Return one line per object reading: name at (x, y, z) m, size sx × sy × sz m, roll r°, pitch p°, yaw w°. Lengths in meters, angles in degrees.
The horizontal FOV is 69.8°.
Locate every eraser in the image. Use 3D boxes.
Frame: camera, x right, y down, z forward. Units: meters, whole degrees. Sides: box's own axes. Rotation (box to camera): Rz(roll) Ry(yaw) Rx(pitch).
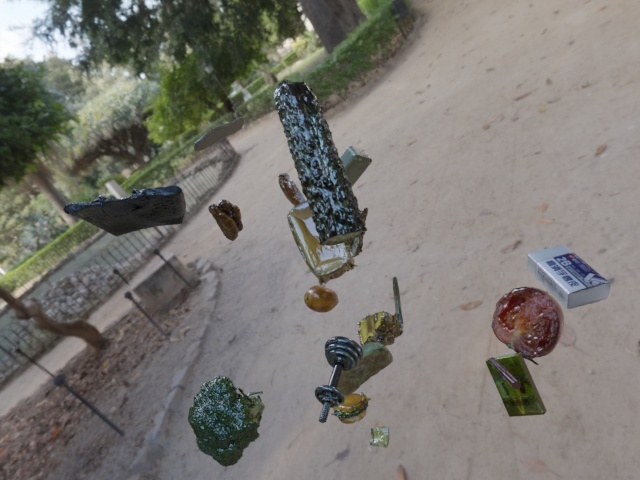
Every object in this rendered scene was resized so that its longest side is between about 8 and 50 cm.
eraser at (0.712, 0.099, 1.333) m, size 0.124 × 0.068 × 0.210 m, roll -16°, pitch 32°, yaw -2°

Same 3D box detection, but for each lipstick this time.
lipstick at (0.539, 0.386, 1.353) m, size 0.027 × 0.027 × 0.176 m, roll -35°, pitch 9°, yaw 4°

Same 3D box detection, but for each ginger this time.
ginger at (-0.330, -0.085, 1.668) m, size 0.073 × 0.162 × 0.103 m, roll 2°, pitch 42°, yaw 42°

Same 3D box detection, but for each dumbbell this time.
dumbbell at (0.038, 0.358, 1.200) m, size 0.110 × 0.110 × 0.255 m, roll -21°, pitch 28°, yaw 34°

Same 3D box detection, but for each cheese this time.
cheese at (0.175, 0.601, 1.380) m, size 0.060 × 0.042 × 0.084 m, roll -12°, pitch 11°, yaw 20°

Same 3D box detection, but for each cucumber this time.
cucumber at (-0.010, -0.167, 0.876) m, size 0.096 × 0.360 × 0.096 m, roll -16°, pitch -14°, yaw -4°

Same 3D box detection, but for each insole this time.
insole at (-0.300, -0.319, 1.366) m, size 0.192 × 0.010 × 0.063 m, roll -40°, pitch -17°, yaw -35°

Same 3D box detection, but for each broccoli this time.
broccoli at (-0.334, 0.645, 1.695) m, size 0.304 × 0.321 × 0.283 m, roll -41°, pitch -23°, yaw 32°

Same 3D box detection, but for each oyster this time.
oyster at (0.081, -0.014, 1.001) m, size 0.029 × 0.086 × 0.132 m, roll -15°, pitch -14°, yaw -26°

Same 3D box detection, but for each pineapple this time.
pineapple at (0.266, 0.408, 1.972) m, size 0.334 × 0.161 × 0.158 m, roll -47°, pitch 18°, yaw 57°

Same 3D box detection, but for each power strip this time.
power strip at (0.054, -0.182, 1.527) m, size 0.288 × 0.093 × 0.053 m, roll -50°, pitch 53°, yaw 29°

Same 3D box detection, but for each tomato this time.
tomato at (0.842, 0.315, 1.804) m, size 0.170 × 0.309 × 0.309 m, roll 4°, pitch -8°, yaw -31°

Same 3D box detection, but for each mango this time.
mango at (0.004, 0.198, 1.568) m, size 0.165 × 0.115 × 0.089 m, roll 17°, pitch -95°, yaw -83°

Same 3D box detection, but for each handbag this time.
handbag at (-0.450, -0.080, 1.113) m, size 0.270 × 0.089 × 0.175 m, roll -11°, pitch -8°, yaw -2°

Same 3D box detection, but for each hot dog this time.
hot dog at (-0.126, -0.210, 1.989) m, size 0.053 × 0.192 × 0.099 m, roll -29°, pitch -7°, yaw -17°

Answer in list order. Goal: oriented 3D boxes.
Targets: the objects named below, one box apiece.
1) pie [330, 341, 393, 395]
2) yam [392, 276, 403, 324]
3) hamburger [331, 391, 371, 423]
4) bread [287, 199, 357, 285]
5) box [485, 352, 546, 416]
pie at (0.139, 0.428, 1.537) m, size 0.240 × 0.240 × 0.054 m, roll -36°, pitch 50°, yaw 0°
yam at (0.160, 0.124, 0.952) m, size 0.014 × 0.014 × 0.107 m, roll -23°, pitch 55°, yaw 31°
hamburger at (0.144, 0.758, 2.070) m, size 0.189 × 0.093 × 0.164 m, roll -20°, pitch 8°, yaw -28°
bread at (0.000, 0.000, 1.369) m, size 0.136 × 0.241 × 0.107 m, roll -27°, pitch -19°, yaw 0°
box at (0.622, 0.463, 1.468) m, size 0.030 × 0.193 × 0.121 m, roll -14°, pitch -10°, yaw -42°
